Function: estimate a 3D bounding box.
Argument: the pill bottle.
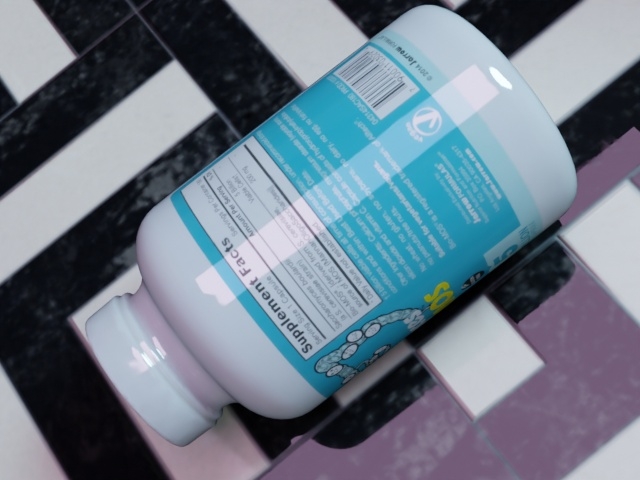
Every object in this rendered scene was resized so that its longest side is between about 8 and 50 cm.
[{"bbox_3d":[0.000,0.000,0.546,0.264,0.146,0.146,-38,67,0],"label":"pill bottle"}]
